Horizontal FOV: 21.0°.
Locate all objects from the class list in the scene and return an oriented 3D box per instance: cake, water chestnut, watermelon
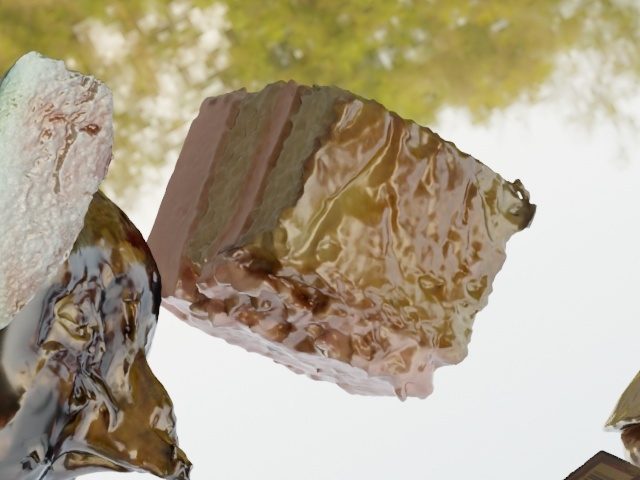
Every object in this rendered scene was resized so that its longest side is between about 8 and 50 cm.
[{"bbox_3d":[0.000,0.000,1.882,0.307,0.314,0.293,4,-114,53],"label":"cake"},{"bbox_3d":[-0.254,0.107,1.462,0.347,0.335,0.335,29,-136,21],"label":"water chestnut"},{"bbox_3d":[-0.194,-0.030,1.113,0.180,0.094,0.081,-63,-163,2],"label":"watermelon"}]

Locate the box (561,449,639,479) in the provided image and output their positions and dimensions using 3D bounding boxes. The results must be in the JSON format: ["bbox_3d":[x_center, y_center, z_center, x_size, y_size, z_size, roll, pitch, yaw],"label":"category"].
[{"bbox_3d":[0.191,0.350,1.513,0.301,0.192,0.084,-33,-155,-21],"label":"box"}]

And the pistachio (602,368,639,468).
[{"bbox_3d":[0.408,0.169,1.641,0.309,0.230,0.230,-36,-176,45],"label":"pistachio"}]
